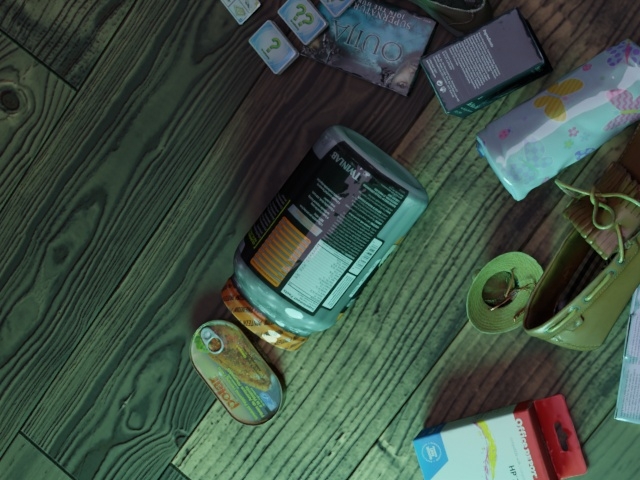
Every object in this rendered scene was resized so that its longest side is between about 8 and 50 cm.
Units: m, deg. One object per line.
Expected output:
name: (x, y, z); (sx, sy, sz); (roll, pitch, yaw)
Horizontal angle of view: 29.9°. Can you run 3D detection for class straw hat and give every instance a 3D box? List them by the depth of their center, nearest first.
straw hat: (0.262, 0.068, 1.797); (0.144, 0.144, 0.061); (-62, 36, 10)

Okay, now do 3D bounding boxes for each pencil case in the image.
pencil case: (0.357, -0.168, 1.691); (0.273, 0.124, 0.113); (-34, 44, 12)

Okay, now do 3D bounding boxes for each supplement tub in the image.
supplement tub: (0.000, 0.000, 1.807); (0.193, 0.193, 0.316); (41, 103, 11)

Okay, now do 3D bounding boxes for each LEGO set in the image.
LEGO set: (-0.082, -0.410, 1.870); (0.182, 0.060, 0.244); (-42, 74, 18)

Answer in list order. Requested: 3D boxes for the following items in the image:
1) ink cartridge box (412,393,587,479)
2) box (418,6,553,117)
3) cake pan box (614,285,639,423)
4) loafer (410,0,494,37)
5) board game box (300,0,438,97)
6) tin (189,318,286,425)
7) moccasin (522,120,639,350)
ink cartridge box: (0.271, 0.326, 1.805); (0.231, 0.078, 0.134); (-19, 88, 16)
box: (0.243, -0.255, 1.741); (0.158, 0.156, 0.093); (-28, 86, 16)
cake pan box: (0.563, 0.150, 1.717); (0.245, 0.070, 0.267); (8, 95, 14)
loafer: (0.157, -0.400, 1.784); (0.251, 0.087, 0.094); (34, 78, 7)
board game box: (0.075, -0.313, 1.855); (0.186, 0.026, 0.126); (23, 98, 14)
tin: (-0.133, 0.213, 1.939); (0.106, 0.040, 0.190); (-39, 82, 11)
moccasin: (0.396, -0.018, 1.675); (0.147, 0.139, 0.380); (11, 124, -25)
